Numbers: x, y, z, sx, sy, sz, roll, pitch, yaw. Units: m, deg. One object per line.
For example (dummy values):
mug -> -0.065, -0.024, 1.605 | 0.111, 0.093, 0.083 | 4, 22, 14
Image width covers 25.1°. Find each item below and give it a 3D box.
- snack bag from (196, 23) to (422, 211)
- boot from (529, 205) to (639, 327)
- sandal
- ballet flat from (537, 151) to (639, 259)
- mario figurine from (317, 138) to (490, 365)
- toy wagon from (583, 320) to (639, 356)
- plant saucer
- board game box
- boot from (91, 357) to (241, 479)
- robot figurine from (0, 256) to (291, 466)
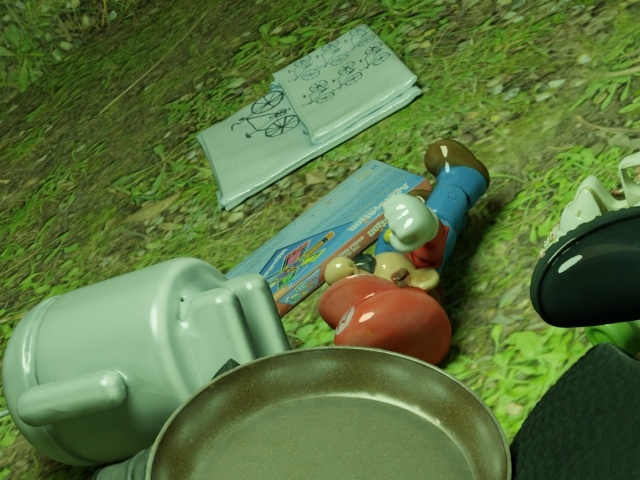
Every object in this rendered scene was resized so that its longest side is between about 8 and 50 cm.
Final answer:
snack bag -> -0.034, -0.196, 2.175 | 0.342, 0.037, 0.323 | -31, 27, 2
boot -> 0.313, 0.042, 1.168 | 0.246, 0.094, 0.207 | -18, 25, -2
sandal -> 0.249, 0.171, 1.104 | 0.167, 0.107, 0.446 | -53, 5, -9
ballet flat -> 0.299, -0.041, 1.391 | 0.241, 0.077, 0.091 | -29, 15, 33
mario figurine -> 0.074, 0.009, 1.548 | 0.170, 0.198, 0.320 | -3, 33, 24
toy wagon -> 0.409, 0.033, 1.283 | 0.267, 0.068, 0.344 | -42, 29, -18
plant saucer -> 0.007, 0.206, 1.231 | 0.310, 0.050, 0.310 | -2, 35, 1
board game box -> 0.000, 0.000, 1.814 | 0.281, 0.027, 0.145 | -38, 26, -13
boot -> -0.102, 0.287, 1.366 | 0.222, 0.118, 0.338 | -42, 31, 9
robot figurine -> -0.210, 0.139, 1.604 | 0.353, 0.200, 0.300 | -17, 0, 28
